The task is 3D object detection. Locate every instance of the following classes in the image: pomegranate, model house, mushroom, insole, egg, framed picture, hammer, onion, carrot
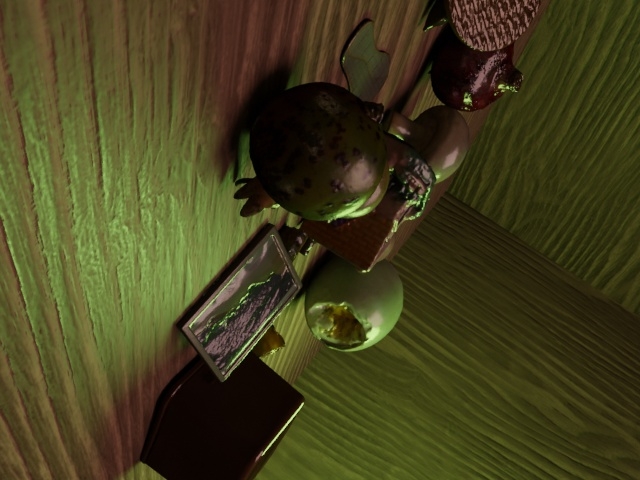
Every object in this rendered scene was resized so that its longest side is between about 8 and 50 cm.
[{"bbox_3d":[-0.020,-0.122,1.008,0.246,0.198,0.198,-11,-150,50],"label":"pomegranate"},{"bbox_3d":[0.099,-0.080,1.528,0.237,0.202,0.237,-53,169,-17],"label":"model house"},{"bbox_3d":[0.237,-0.240,1.695,0.207,0.215,0.207,-44,-148,38],"label":"mushroom"},{"bbox_3d":[0.084,-0.310,1.286,0.119,0.009,0.348,-55,169,2],"label":"insole"},{"bbox_3d":[0.109,0.163,2.112,0.336,0.278,0.278,-51,169,-48],"label":"egg"},{"bbox_3d":[-0.143,0.121,1.359,0.265,0.018,0.192,-51,141,-24],"label":"framed picture"},{"bbox_3d":[0.000,0.000,1.827,0.058,0.029,0.292,-55,171,10],"label":"hammer"},{"bbox_3d":[0.385,-0.417,1.711,0.252,0.219,0.252,-48,157,-29],"label":"onion"},{"bbox_3d":[-0.118,0.075,1.438,0.260,0.070,0.070,-54,169,-19],"label":"carrot"}]

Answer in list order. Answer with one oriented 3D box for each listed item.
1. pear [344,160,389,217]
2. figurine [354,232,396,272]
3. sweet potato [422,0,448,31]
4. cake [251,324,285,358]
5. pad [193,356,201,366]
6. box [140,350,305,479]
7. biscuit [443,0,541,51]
[{"bbox_3d":[0.048,-0.123,1.317,0.167,0.167,0.136,-58,-175,13],"label":"pear"},{"bbox_3d":[0.125,-0.015,1.929,0.173,0.173,0.173,-52,169,-15],"label":"figurine"},{"bbox_3d":[0.365,-0.555,1.485,0.423,0.130,0.130,-39,163,-30],"label":"sweet potato"},{"bbox_3d":[-0.188,0.259,1.759,0.185,0.116,0.080,-25,170,14],"label":"cake"},{"bbox_3d":[-0.260,0.285,1.599,0.265,0.009,0.159,-57,170,10],"label":"pad"},{"bbox_3d":[-0.214,0.418,1.585,0.239,0.229,0.339,-45,167,-45],"label":"box"},{"bbox_3d":[0.338,-0.501,1.384,0.262,0.037,0.261,-14,119,-27],"label":"biscuit"}]
